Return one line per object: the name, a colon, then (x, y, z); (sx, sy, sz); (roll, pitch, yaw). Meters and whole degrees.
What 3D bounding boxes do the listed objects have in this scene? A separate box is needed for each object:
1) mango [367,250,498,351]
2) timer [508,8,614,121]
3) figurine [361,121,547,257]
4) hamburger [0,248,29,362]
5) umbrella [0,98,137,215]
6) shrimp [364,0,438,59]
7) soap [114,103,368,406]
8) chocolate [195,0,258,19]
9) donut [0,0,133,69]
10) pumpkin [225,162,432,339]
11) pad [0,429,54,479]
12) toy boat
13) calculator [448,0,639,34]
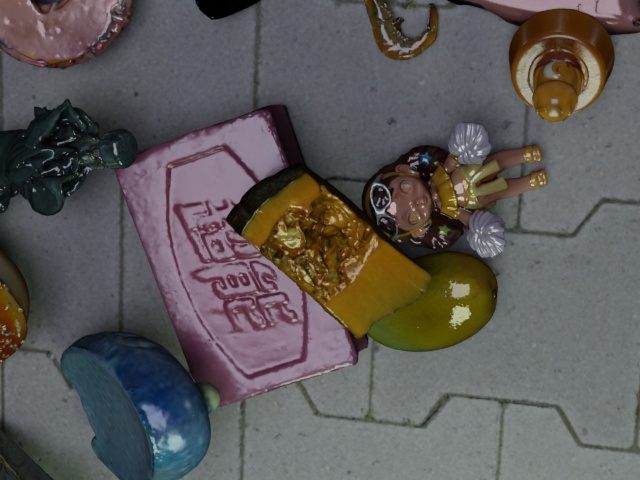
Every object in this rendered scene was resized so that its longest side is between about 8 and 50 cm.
mango: (0.141, 0.083, 1.700); (0.194, 0.092, 0.130); (-12, 113, 19)
timer: (0.288, -0.191, 1.570); (0.132, 0.152, 0.132); (8, 127, 10)
figurine: (0.171, -0.065, 1.657); (0.240, 0.116, 0.175); (-14, 101, 7)
hamburger: (-0.505, 0.083, 1.774); (0.236, 0.147, 0.237); (15, 132, 17)
umbrella: (-0.382, -0.103, 1.701); (0.348, 0.094, 0.143); (-2, 115, 38)
shrimp: (0.099, -0.297, 1.669); (0.091, 0.025, 0.127); (-30, 99, 14)
soap: (-0.103, 0.022, 1.719); (0.232, 0.128, 0.360); (-19, 97, 11)
chocolate: (-0.151, -0.465, 1.647); (0.148, 0.126, 0.343); (-24, 88, 51)
donut: (-0.357, -0.329, 1.717); (0.232, 0.085, 0.199); (24, 104, 5)
pumpkin: (0.002, 0.002, 1.589); (0.131, 0.126, 0.248); (-47, 115, -4)
pad: (-0.492, 0.464, 1.878); (0.247, 0.007, 0.368); (35, 108, 33)
toy boat: (-0.234, 0.214, 1.725); (0.123, 0.330, 0.215); (-21, 94, -27)
calculator: (0.267, -0.378, 1.612); (0.329, 0.048, 0.220); (15, 105, 10)
